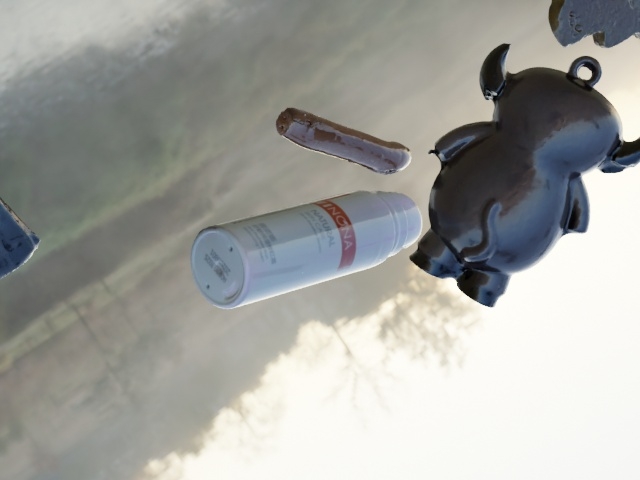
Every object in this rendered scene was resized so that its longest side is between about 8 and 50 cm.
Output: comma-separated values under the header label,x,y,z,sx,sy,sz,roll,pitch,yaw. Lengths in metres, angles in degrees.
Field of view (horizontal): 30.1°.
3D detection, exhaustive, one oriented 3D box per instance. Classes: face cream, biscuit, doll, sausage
label,x,y,z,sx,sy,sz,roll,pitch,yaw
face cream,0.000,0.000,1.443,0.345,0.102,0.102,-17,168,-47
biscuit,0.187,-0.167,0.733,0.019,0.130,0.119,28,-81,52
doll,0.197,-0.063,1.159,0.257,0.182,0.117,-60,178,5
sausage,0.030,-0.104,1.290,0.186,0.043,0.043,14,146,-39

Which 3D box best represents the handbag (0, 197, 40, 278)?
label,x,y,z,sx,sy,sz,roll,pitch,yaw
handbag,-0.319,-0.029,0.717,0.211,0.254,0.088,-40,-153,-13
